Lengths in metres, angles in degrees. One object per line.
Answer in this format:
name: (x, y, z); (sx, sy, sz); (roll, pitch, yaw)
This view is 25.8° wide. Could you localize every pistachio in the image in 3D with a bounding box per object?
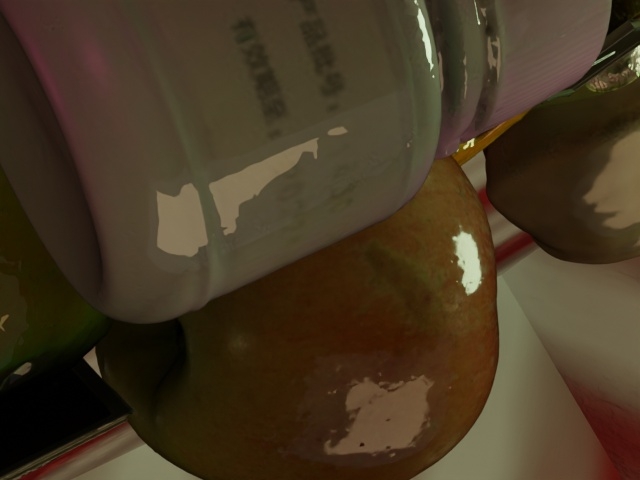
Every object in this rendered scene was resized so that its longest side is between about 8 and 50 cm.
pistachio: (0.383, -0.134, 1.664); (0.445, 0.282, 0.365); (-20, 173, -24)

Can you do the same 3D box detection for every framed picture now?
framed picture: (0.237, -0.154, 1.193); (0.109, 0.011, 0.149); (-37, 173, 24)
framed picture: (-0.266, 0.150, 1.108); (0.197, 0.014, 0.252); (-27, -161, -16)

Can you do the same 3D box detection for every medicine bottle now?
medicine bottle: (-0.023, -0.116, 0.744); (0.302, 0.241, 0.241); (-26, 169, -20)

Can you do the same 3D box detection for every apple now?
apple: (-0.028, 0.047, 1.163); (0.304, 0.339, 0.338); (-7, 162, -21)

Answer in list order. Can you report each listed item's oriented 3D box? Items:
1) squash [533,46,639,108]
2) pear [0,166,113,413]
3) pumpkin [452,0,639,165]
squash: (0.225, -0.175, 1.426); (0.083, 0.083, 0.250); (-26, -168, -21)
pear: (-0.282, 0.051, 0.992); (0.398, 0.165, 0.399); (-27, 174, -3)
pumpkin: (0.151, -0.173, 1.244); (0.317, 0.139, 0.221); (-35, 171, 31)
